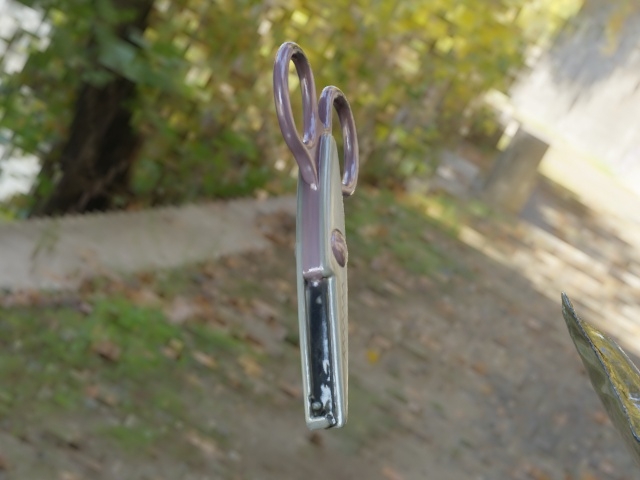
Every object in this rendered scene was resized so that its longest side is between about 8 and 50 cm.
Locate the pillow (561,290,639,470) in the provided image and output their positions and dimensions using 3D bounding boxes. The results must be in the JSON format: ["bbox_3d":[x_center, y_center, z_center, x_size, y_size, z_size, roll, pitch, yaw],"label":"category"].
[{"bbox_3d":[0.193,0.115,1.086,0.130,0.033,0.217,56,6,-26],"label":"pillow"}]

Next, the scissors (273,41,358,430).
[{"bbox_3d":[0.000,0.000,0.824,0.022,0.176,0.085,-12,-27,20],"label":"scissors"}]
